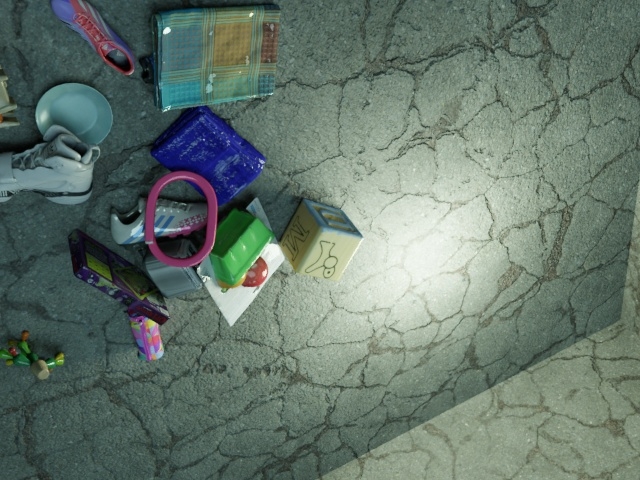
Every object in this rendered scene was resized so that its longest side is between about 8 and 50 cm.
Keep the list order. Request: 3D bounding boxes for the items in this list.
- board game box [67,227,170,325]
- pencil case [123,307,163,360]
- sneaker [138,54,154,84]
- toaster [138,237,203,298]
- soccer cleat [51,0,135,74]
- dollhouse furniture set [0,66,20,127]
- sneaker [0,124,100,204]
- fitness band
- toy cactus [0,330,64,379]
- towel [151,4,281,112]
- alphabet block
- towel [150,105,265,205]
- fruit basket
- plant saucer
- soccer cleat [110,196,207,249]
[{"bbox_3d":[-0.624,0.117,1.944,0.056,0.208,0.347,-40,131,9],"label":"board game box"},{"bbox_3d":[-0.610,0.317,2.176,0.104,0.104,0.236,-15,130,-16],"label":"pencil case"},{"bbox_3d":[-0.442,-0.489,1.680,0.085,0.058,0.152,-5,133,-34],"label":"sneaker"},{"bbox_3d":[-0.470,0.082,2.024,0.146,0.129,0.227,-13,130,14],"label":"toaster"},{"bbox_3d":[-0.564,-0.518,1.572,0.083,0.095,0.248,-40,132,6],"label":"soccer cleat"},{"bbox_3d":[-0.809,-0.373,1.449,0.135,0.259,0.262,-21,130,-24],"label":"dollhouse furniture set"},{"bbox_3d":[-0.768,-0.207,1.640,0.366,0.137,0.210,4,143,-35],"label":"sneaker"},{"bbox_3d":[-0.416,-0.064,1.868,0.209,0.054,0.290,4,95,-11],"label":"fitness band"},{"bbox_3d":[-0.920,0.387,2.027,0.219,0.180,0.112,37,82,-46],"label":"toy cactus"},{"bbox_3d":[-0.280,-0.505,1.720,0.370,0.040,0.271,-16,132,-30],"label":"towel"},{"bbox_3d":[0.000,0.000,2.183,0.192,0.193,0.197,16,116,-33],"label":"alphabet block"},{"bbox_3d":[-0.334,-0.251,1.903,0.228,0.076,0.308,-43,132,7],"label":"towel"},{"bbox_3d":[-0.266,0.074,2.099,0.327,0.165,0.353,-53,154,-24],"label":"fruit basket"},{"bbox_3d":[-0.667,-0.340,1.693,0.195,0.037,0.195,-14,128,-18],"label":"plant saucer"},{"bbox_3d":[-0.485,-0.079,1.931,0.331,0.116,0.143,-18,120,-18],"label":"soccer cleat"}]
